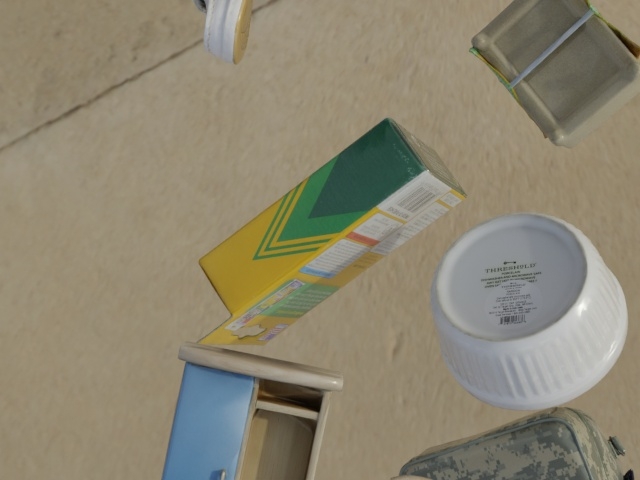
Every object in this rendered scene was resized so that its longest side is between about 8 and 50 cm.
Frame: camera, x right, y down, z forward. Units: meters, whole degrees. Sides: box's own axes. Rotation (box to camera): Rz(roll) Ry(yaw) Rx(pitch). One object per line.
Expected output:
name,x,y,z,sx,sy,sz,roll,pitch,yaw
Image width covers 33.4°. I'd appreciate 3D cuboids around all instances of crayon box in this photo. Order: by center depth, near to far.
crayon box,0.000,0.000,1.247,0.323,0.203,0.083,-37,74,12

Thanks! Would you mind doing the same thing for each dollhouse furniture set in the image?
dollhouse furniture set,-0.017,0.206,0.753,0.286,0.303,0.198,11,91,-2
dollhouse furniture set,0.382,-0.280,1.407,0.301,0.151,0.197,-41,75,22

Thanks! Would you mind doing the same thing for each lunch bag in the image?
lunch bag,0.307,0.378,1.631,0.305,0.256,0.212,-24,81,20

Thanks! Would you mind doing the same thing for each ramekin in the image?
ramekin,0.216,0.066,1.141,0.207,0.207,0.109,-18,139,12

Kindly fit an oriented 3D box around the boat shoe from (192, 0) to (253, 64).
boat shoe,-0.111,-0.273,1.034,0.096,0.277,0.098,5,136,-9
